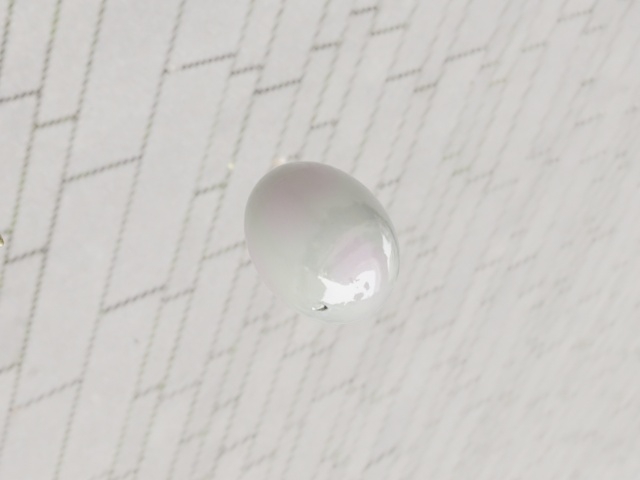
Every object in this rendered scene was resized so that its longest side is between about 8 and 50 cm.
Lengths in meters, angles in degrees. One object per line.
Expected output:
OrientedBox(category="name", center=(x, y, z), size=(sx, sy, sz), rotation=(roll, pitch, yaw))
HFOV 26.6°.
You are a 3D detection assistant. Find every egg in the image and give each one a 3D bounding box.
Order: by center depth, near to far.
OrientedBox(category="egg", center=(0.000, 0.000, 0.982), size=(0.103, 0.135, 0.103), rotation=(-29, 151, -18))

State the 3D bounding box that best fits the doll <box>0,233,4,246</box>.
OrientedBox(category="doll", center=(-0.192, -0.010, 0.576), size=(0.113, 0.078, 0.077), rotation=(-45, 166, -19))
